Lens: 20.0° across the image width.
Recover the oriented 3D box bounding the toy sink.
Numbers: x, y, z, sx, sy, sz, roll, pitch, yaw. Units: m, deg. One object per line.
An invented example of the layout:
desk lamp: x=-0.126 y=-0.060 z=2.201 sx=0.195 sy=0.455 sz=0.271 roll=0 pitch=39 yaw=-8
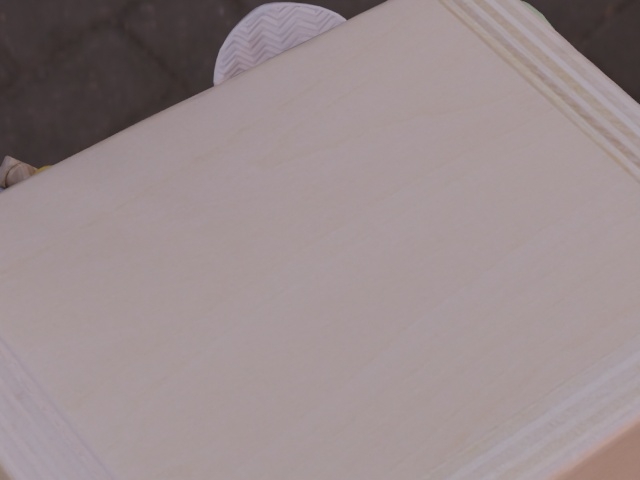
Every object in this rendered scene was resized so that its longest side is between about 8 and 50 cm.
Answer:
toy sink: x=0.023 y=0.036 z=0.445 sx=0.234 sy=0.153 sz=0.131 roll=-29 pitch=60 yaw=-26

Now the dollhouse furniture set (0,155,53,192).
dollhouse furniture set: x=-0.327 y=0.052 z=1.412 sx=0.198 sy=0.286 sz=0.303 roll=24 pitch=88 yaw=38

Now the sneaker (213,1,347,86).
sneaker: x=0.000 y=-0.001 z=1.204 sx=0.127 sy=0.182 sz=0.315 roll=-10 pitch=97 yaw=-4
